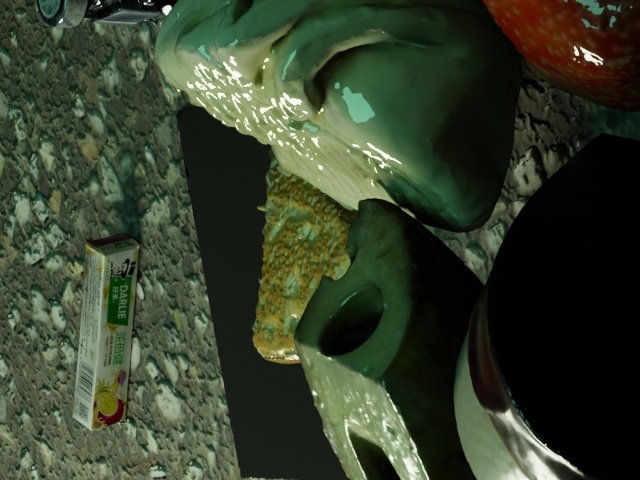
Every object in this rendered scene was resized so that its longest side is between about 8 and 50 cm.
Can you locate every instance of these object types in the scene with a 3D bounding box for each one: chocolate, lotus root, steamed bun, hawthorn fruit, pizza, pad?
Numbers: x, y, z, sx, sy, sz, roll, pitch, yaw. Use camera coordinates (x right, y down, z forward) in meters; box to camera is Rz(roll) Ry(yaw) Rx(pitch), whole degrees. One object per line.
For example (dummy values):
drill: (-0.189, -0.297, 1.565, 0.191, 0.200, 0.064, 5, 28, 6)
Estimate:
chocolate: (0.207, 0.089, 1.275, 0.284, 0.283, 0.186, 69, 157, 12)
lotus root: (0.097, 0.129, 1.424, 0.142, 0.210, 0.314, 16, 150, 42)
steamed bun: (0.043, -0.148, 1.428, 0.207, 0.268, 0.280, -60, 18, -8)
hawthorn fruit: (0.193, -0.186, 1.256, 0.253, 0.205, 0.205, 15, 111, 60)
pizza: (0.000, 0.000, 1.652, 0.188, 0.062, 0.199, -24, 74, 39)
pad: (-0.033, 0.042, 1.754, 0.247, 0.007, 0.367, -8, 93, 52)

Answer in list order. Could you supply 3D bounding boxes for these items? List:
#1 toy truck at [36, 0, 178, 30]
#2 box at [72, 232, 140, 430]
toy truck: (-0.109, -0.285, 1.646, 0.363, 0.176, 0.178, -16, 77, 52)
box: (-0.219, 0.095, 1.967, 0.041, 0.050, 0.207, 28, 120, 41)
